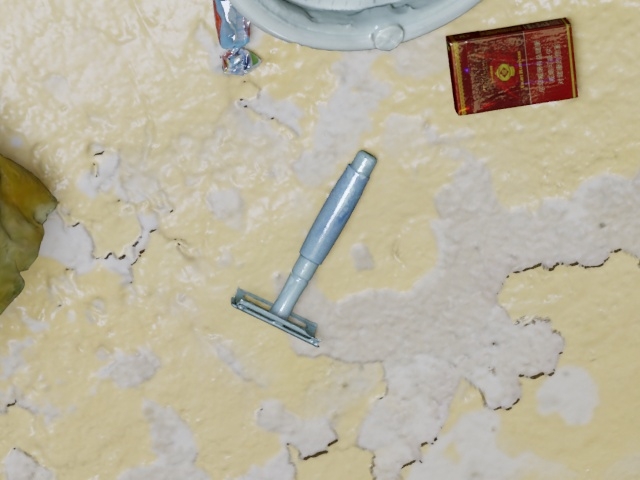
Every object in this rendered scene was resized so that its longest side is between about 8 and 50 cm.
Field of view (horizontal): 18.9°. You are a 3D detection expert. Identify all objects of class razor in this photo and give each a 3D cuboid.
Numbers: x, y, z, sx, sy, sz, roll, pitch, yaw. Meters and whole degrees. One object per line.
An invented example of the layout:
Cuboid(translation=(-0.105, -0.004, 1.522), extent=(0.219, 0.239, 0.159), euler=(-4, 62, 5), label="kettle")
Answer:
Cuboid(translation=(0.000, 0.000, 1.299), extent=(0.068, 0.040, 0.135), euler=(26, 101, -12), label="razor")

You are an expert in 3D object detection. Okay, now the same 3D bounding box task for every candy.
Cuboid(translation=(-0.055, -0.148, 1.249), extent=(0.030, 0.020, 0.083), euler=(-3, 108, -2), label="candy")

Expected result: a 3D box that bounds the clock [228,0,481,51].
Cuboid(translation=(0.035, -0.224, 1.186), extent=(0.236, 0.053, 0.236), euler=(-12, 133, -13), label="clock")

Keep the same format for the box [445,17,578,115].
Cuboid(translation=(0.126, -0.114, 1.270), extent=(0.082, 0.023, 0.051), euler=(-9, 109, 0), label="box")

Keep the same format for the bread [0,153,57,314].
Cuboid(translation=(-0.308, -0.025, 1.186), extent=(0.196, 0.238, 0.252), euler=(-23, 121, 42), label="bread")
